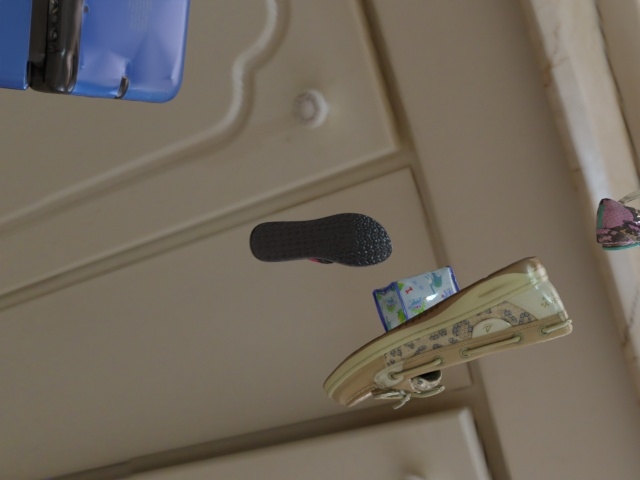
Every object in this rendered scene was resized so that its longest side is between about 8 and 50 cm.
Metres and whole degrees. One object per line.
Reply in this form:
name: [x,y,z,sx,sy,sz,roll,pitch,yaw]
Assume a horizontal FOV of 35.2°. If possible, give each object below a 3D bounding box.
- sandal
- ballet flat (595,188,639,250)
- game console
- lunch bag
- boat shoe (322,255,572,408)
sandal: [0.000,0.000,1.255,0.040,0.179,0.067,148,-58,-80]
ballet flat: [0.434,-0.032,1.245,0.222,0.077,0.079,-3,96,-23]
game console: [-0.252,-0.282,0.909,0.250,0.173,0.293,-6,105,-59]
lunch bag: [0.177,0.132,1.695,0.129,0.096,0.151,-13,82,-30]
boat shoe: [0.123,0.117,1.052,0.105,0.285,0.089,-17,75,-57]
